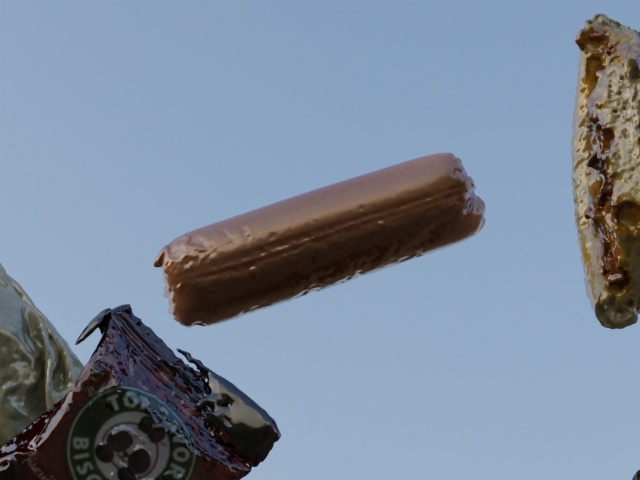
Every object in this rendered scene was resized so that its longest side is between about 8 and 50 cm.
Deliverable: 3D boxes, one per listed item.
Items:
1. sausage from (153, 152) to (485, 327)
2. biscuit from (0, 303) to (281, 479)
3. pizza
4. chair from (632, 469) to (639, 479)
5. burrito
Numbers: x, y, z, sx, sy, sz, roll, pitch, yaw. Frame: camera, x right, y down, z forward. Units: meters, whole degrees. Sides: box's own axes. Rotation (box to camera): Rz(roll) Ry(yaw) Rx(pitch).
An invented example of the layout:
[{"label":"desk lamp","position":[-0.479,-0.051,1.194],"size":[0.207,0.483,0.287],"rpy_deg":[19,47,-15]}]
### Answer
[{"label":"sausage","position":[-0.001,-0.001,1.304],"size":[0.289,0.086,0.086],"rpy_deg":[-18,-41,2]},{"label":"biscuit","position":[-0.157,0.163,1.023],"size":[0.151,0.235,0.063],"rpy_deg":[44,-8,4]},{"label":"pizza","position":[0.228,-0.063,1.185],"size":[0.056,0.271,0.134],"rpy_deg":[3,-12,1]},{"label":"chair","position":[0.320,0.157,0.695],"size":[0.325,0.160,0.170],"rpy_deg":[43,-48,8]},{"label":"burrito","position":[-0.270,0.059,1.132],"size":[0.392,0.117,0.076],"rpy_deg":[50,-46,0]}]
